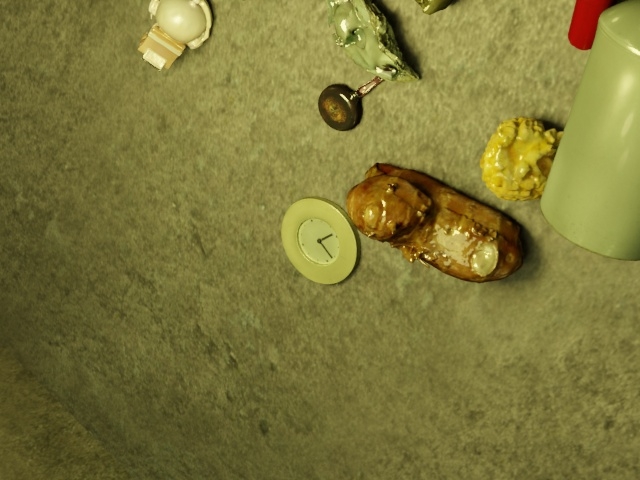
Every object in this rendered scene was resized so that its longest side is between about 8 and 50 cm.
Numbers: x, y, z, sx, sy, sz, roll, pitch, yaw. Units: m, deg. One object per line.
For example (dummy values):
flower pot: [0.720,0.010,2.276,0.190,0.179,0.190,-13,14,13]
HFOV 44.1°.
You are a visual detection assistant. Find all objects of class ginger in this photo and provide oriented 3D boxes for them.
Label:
ginger: [0.238,-0.028,1.721,0.418,0.254,0.176,32,122,14]

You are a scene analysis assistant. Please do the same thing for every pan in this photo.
pan: [0.075,-0.326,1.821,0.212,0.040,0.115,-29,98,42]

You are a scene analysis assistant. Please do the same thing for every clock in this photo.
clock: [0.000,0.000,2.045,0.235,0.029,0.235,14,118,29]

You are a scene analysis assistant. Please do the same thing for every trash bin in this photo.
trash bin: [0.566,-0.205,1.367,0.280,0.280,0.432,29,129,22]

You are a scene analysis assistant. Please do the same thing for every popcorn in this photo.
popcorn: [0.409,-0.162,1.593,0.170,0.180,0.180,21,128,61]

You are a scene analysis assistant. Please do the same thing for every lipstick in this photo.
lipstick: [0.478,-0.432,1.350,0.073,0.073,0.280,34,167,19]

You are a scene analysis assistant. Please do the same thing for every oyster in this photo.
oyster: [0.099,-0.458,1.707,0.252,0.087,0.199,29,136,31]

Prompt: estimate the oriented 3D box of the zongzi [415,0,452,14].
zongzi: [0.215,-0.617,1.521,0.251,0.125,0.274,42,128,4]

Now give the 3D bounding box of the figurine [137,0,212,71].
figurine: [-0.362,-0.543,1.991,0.162,0.141,0.237,32,130,-16]
